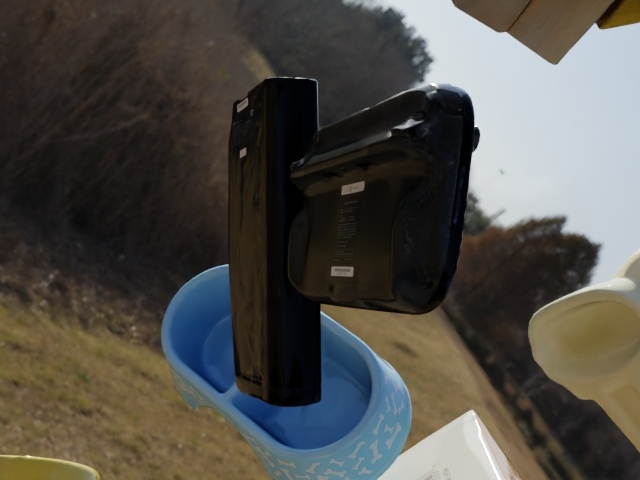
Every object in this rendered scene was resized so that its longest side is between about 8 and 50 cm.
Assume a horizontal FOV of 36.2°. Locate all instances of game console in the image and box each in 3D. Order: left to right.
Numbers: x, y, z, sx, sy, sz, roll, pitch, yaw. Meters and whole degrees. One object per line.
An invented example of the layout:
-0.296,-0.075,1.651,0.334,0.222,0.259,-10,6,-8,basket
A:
0.000,0.000,0.583,0.361,0.044,0.213,175,-85,-72,game console

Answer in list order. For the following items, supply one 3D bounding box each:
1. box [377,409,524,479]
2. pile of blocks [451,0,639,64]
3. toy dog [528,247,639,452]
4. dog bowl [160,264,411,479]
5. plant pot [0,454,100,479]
0.192,0.376,0.952,0.345,0.168,0.215,54,5,-11,box
0.217,-0.090,0.254,0.112,0.362,0.149,-87,159,-56,pile of blocks
0.439,0.023,0.827,0.284,0.408,0.395,47,-31,21,toy dog
-0.046,0.131,1.000,0.297,0.166,0.074,34,-18,32,dog bowl
-0.395,0.393,1.154,0.254,0.254,0.239,43,41,-61,plant pot
